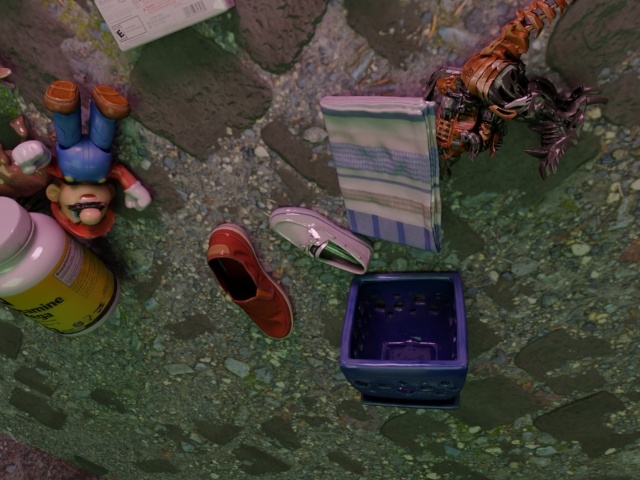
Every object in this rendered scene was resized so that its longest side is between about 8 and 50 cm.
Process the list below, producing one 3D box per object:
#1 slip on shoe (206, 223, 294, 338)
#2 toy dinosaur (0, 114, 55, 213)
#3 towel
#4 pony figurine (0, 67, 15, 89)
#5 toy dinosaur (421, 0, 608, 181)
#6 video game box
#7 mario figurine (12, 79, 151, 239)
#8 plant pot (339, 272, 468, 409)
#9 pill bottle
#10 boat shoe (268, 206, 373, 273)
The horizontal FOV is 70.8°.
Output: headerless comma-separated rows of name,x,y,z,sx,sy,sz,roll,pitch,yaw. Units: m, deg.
slip on shoe,-0.159,0.117,1.018,0.123,0.101,0.331,-11,125,19
toy dinosaur,-0.627,-0.125,0.926,0.295,0.127,0.200,-16,122,19
towel,0.106,-0.109,0.771,0.209,0.034,0.285,16,136,36
pony figurine,-0.770,-0.315,0.735,0.363,0.303,0.351,-8,162,16
toy dinosaur,0.265,-0.205,0.648,0.218,0.164,0.322,34,150,6
video game box,-0.258,-0.406,0.666,0.205,0.048,0.187,-10,126,20
mario figurine,-0.436,-0.120,0.856,0.198,0.170,0.320,19,128,-4
plant pot,0.180,0.220,0.942,0.236,0.236,0.212,-2,133,14
pill bottle,-0.593,0.063,0.958,0.188,0.188,0.334,2,148,11
boat shoe,0.000,0.000,0.905,0.226,0.076,0.083,18,129,-1
